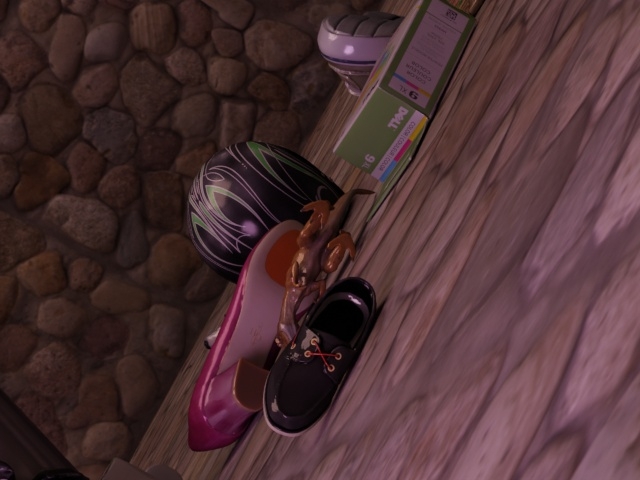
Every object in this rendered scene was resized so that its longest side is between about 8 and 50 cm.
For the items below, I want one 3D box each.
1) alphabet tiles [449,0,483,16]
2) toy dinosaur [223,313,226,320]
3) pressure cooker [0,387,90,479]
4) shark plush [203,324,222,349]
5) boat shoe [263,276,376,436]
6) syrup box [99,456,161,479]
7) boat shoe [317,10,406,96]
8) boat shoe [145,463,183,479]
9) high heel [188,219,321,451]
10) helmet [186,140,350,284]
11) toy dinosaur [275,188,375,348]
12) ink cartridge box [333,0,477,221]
[{"bbox_3d":[0.161,-0.266,1.973,0.343,0.011,0.285,-59,4,17],"label":"alphabet tiles"},{"bbox_3d":[-0.085,0.119,2.234,0.090,0.047,0.082,77,-160,-44],"label":"toy dinosaur"},{"bbox_3d":[-0.361,0.305,1.629,0.375,0.420,0.370,-49,-28,1],"label":"pressure cooker"},{"bbox_3d":[-0.058,0.082,1.944,0.067,0.073,0.161,-2,-58,-59],"label":"shark plush"},{"bbox_3d":[-0.001,0.078,1.281,0.133,0.049,0.042,-58,-6,-38],"label":"boat shoe"},{"bbox_3d":[-0.230,0.347,1.854,0.237,0.096,0.093,-60,2,6],"label":"syrup box"},{"bbox_3d":[0.066,-0.210,2.143,0.302,0.109,0.094,-30,-50,-73],"label":"boat shoe"},{"bbox_3d":[-0.184,0.293,2.011,0.040,0.049,0.142,-59,7,23],"label":"boat shoe"},{"bbox_3d":[-0.069,0.092,1.801,0.117,0.082,0.244,-41,30,47],"label":"high heel"},{"bbox_3d":[-0.067,-0.028,2.010,0.169,0.161,0.169,-59,4,7],"label":"helmet"},{"bbox_3d":[0.000,0.000,1.715,0.211,0.064,0.112,-62,3,-28],"label":"toy dinosaur"},{"bbox_3d":[0.072,-0.130,1.748,0.109,0.062,0.209,-54,8,49],"label":"ink cartridge box"}]
